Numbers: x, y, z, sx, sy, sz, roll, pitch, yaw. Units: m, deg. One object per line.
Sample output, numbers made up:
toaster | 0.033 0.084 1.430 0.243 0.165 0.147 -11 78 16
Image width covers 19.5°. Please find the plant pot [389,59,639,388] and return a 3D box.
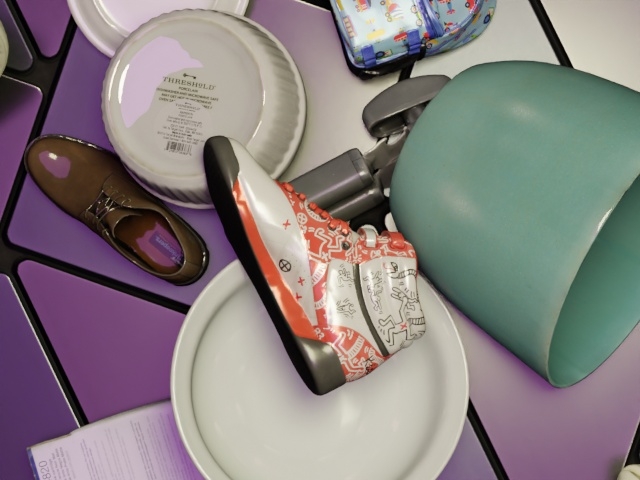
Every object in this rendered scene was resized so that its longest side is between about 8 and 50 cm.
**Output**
plant pot | 0.212 -0.042 1.814 0.235 0.293 0.293 33 91 24

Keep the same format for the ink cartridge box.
ink cartridge box | -0.169 0.285 1.942 0.224 0.045 0.223 -17 87 4

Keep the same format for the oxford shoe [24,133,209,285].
oxford shoe | -0.215 -0.039 1.928 0.227 0.096 0.083 34 93 5

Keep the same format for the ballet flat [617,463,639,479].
ballet flat | 0.404 0.232 1.834 0.182 0.164 0.483 45 115 25

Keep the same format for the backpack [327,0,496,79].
backpack | 0.093 -0.260 1.903 0.173 0.117 0.158 -16 89 0

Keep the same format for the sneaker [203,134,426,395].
sneaker | 0.000 0.001 1.790 0.145 0.090 0.270 -26 89 -15

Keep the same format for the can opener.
can opener | 0.026 -0.077 1.937 0.283 0.076 0.095 -28 55 3

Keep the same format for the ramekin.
ramekin | -0.123 -0.137 1.870 0.207 0.109 0.207 -1 86 9

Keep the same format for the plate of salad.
plate of salad | -0.170 -0.278 1.954 0.199 0.048 0.200 1 99 4

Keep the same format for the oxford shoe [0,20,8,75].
oxford shoe | -0.517 -0.121 1.941 0.449 0.169 0.130 -36 45 10

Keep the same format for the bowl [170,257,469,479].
bowl | -0.009 0.149 1.874 0.297 0.134 0.298 2 79 -10
